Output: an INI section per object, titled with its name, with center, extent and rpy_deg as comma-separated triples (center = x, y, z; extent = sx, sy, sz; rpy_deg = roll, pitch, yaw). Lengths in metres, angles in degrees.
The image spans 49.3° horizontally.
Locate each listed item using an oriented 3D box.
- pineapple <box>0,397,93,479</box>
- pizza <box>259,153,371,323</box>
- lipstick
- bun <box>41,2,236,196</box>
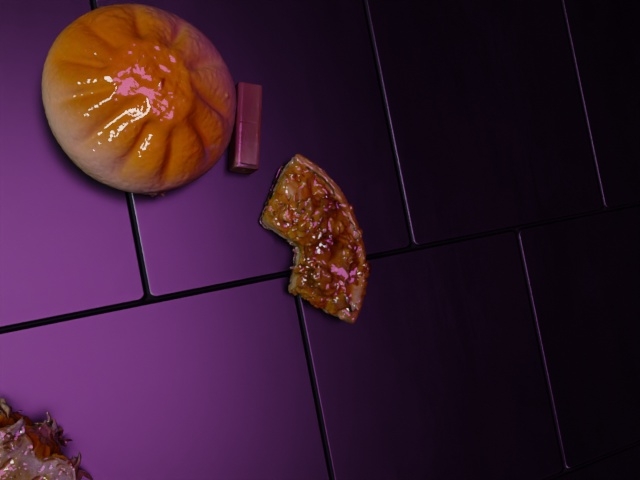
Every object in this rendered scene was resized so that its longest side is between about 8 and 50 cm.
[pineapple]
center = -0.414, 0.340, 0.948
extent = 0.186, 0.114, 0.237
rpy_deg = -30, 99, -25
[pizza]
center = 0.000, 0.000, 1.188
extent = 0.161, 0.085, 0.306
rpy_deg = -20, 91, -24
[lipstick]
center = -0.126, -0.189, 1.175
extent = 0.045, 0.045, 0.146
rpy_deg = 5, 81, -22
[bun]
center = -0.260, -0.218, 1.053
extent = 0.298, 0.164, 0.299
rpy_deg = 2, 84, -23
